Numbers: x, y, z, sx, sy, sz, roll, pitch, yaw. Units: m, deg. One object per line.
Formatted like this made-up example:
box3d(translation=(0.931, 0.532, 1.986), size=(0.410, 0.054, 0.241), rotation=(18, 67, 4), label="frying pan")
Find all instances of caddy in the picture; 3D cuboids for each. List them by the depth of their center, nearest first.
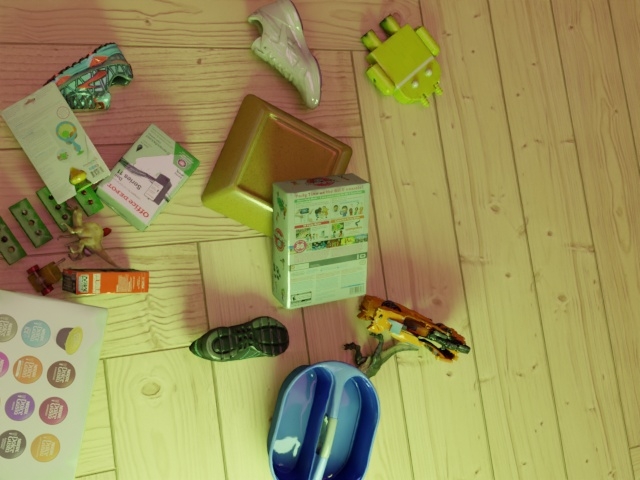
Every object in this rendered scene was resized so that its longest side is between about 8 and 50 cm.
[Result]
box3d(translation=(0.005, 0.451, 1.746), size=(0.241, 0.179, 0.341), rotation=(14, 85, -10), label="caddy")

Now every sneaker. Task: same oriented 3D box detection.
box3d(translation=(-0.546, -0.351, 1.712), size=(0.262, 0.104, 0.125), rotation=(-42, 102, -21), label="sneaker")
box3d(translation=(-0.193, 0.240, 1.776), size=(0.267, 0.106, 0.101), rotation=(3, 75, -43), label="sneaker")
box3d(translation=(-0.094, -0.477, 1.935), size=(0.152, 0.114, 0.305), rotation=(-21, 86, -11), label="sneaker")

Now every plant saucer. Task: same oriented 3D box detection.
box3d(translation=(-0.092, -0.177, 1.889), size=(0.332, 0.081, 0.333), rotation=(25, 73, -17), label="plant saucer")

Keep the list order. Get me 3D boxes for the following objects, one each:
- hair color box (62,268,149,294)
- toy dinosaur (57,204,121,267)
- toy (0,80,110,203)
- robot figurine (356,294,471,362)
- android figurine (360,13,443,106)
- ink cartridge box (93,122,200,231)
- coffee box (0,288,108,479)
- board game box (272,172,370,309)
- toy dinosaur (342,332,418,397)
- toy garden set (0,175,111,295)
box3d(translation=(-0.481, 0.090, 1.649), size=(0.167, 0.093, 0.053), rotation=(0, 94, -38), label="hair color box")
box3d(translation=(-0.522, 0.004, 1.646), size=(0.092, 0.053, 0.183), rotation=(-39, 102, -29), label="toy dinosaur")
box3d(translation=(-0.588, -0.216, 1.649), size=(0.137, 0.056, 0.237), rotation=(-31, 93, -3), label="toy")
box3d(translation=(0.247, 0.233, 1.914), size=(0.291, 0.211, 0.085), rotation=(25, 96, -14), label="robot figurine")
box3d(translation=(0.241, -0.504, 2.096), size=(0.248, 0.056, 0.273), rotation=(-41, 97, -23), label="android figurine")
box3d(translation=(-0.411, -0.148, 1.744), size=(0.153, 0.087, 0.208), rotation=(39, 70, -12), label="ink cartridge box")
box3d(translation=(-0.631, 0.275, 1.447), size=(0.334, 0.338, 0.338), rotation=(14, 77, -21), label="coffee box")
box3d(translation=(0.000, 0.000, 1.822), size=(0.224, 0.097, 0.303), rotation=(-9, 114, -25), label="board game box")
box3d(translation=(0.131, 0.305, 1.914), size=(0.268, 0.064, 0.118), rotation=(-31, 111, -21), label="toy dinosaur")
box3d(translation=(-0.600, -0.014, 1.666), size=(0.244, 0.049, 0.204), rotation=(-37, 101, -28), label="toy garden set")
